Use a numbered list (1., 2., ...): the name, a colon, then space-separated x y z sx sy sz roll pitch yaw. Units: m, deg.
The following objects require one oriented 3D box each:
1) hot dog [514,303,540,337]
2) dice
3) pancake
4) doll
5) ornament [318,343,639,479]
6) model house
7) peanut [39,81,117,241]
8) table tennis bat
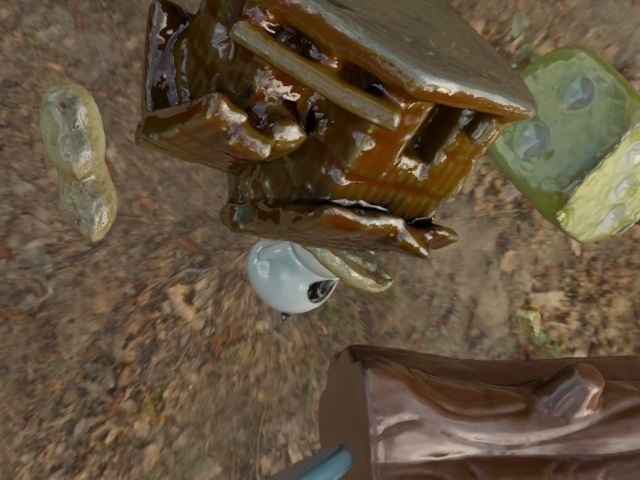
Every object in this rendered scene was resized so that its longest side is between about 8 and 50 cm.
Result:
1. hot dog: 0.328 0.121 1.824 0.030 0.090 0.034 23 74 26
2. dice: 0.419 -0.154 1.851 0.233 0.238 0.227 -44 53 16
3. pancake: 0.000 0.000 1.056 0.158 0.158 0.028 34 97 -2
4. doll: -0.007 0.014 1.374 0.110 0.181 0.107 -1 58 -39
5. ornament: 0.120 0.163 0.783 0.217 0.235 0.221 -1 120 -9
6. model house: -0.011 -0.082 0.808 0.199 0.220 0.229 -1 133 -33
7. peanut: -0.337 -0.109 1.631 0.085 0.104 0.228 -12 106 -8
8. table tennis bat: -0.055 0.126 0.484 0.155 0.100 0.019 -28 86 -12
